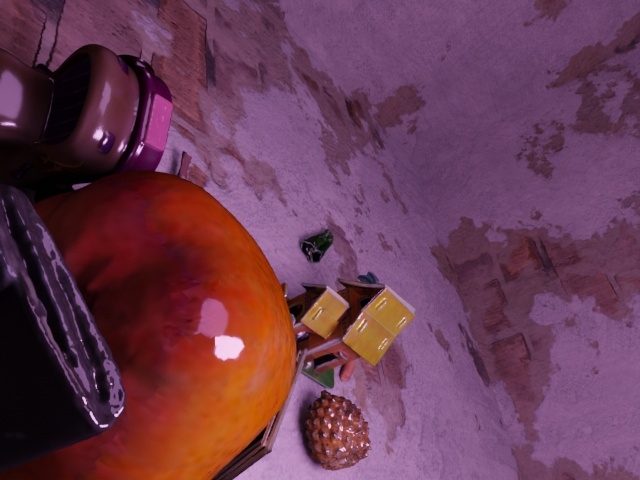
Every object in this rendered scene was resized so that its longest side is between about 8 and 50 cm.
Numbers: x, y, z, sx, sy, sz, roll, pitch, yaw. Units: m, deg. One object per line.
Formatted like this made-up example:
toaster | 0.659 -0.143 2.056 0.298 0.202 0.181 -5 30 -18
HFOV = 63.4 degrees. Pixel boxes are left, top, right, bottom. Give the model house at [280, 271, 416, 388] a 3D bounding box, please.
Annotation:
model house | 0.057 0.155 1.386 0.300 0.323 0.340 43 31 -35

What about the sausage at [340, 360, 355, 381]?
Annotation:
sausage | 0.081 0.385 1.539 0.034 0.034 0.083 57 25 -10

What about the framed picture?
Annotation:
framed picture | -0.140 0.330 0.894 0.018 0.293 0.231 40 29 -9

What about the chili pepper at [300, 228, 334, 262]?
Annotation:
chili pepper | 0.000 0.000 1.750 0.088 0.059 0.227 54 24 -6

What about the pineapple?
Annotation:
pineapple | 0.036 0.448 1.259 0.166 0.166 0.193 34 26 -44

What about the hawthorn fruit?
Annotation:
hawthorn fruit | -0.255 0.135 0.749 0.472 0.471 0.472 43 31 -34

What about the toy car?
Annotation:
toy car | -0.426 -0.201 0.831 0.240 0.340 0.272 29 63 -58

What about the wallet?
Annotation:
wallet | -0.376 0.135 0.500 0.229 0.405 0.062 62 23 1

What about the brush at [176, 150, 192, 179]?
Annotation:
brush | -0.337 -0.106 1.217 0.084 0.071 0.301 53 24 -44
